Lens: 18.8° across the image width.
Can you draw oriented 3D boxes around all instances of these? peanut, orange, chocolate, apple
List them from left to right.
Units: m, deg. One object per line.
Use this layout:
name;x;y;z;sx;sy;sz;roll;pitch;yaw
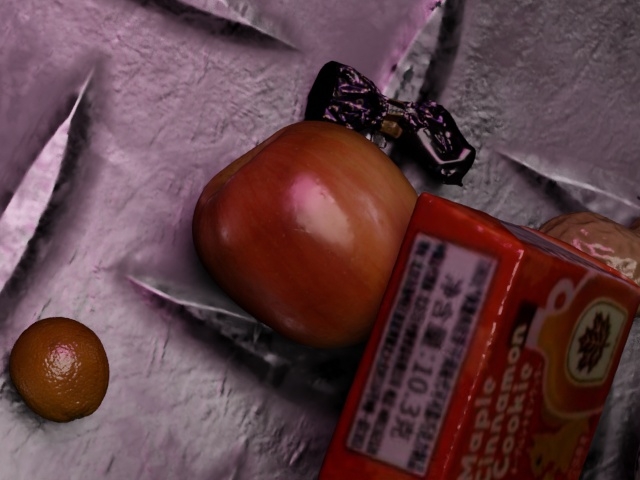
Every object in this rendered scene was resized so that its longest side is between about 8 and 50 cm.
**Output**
orange;-0.202;0.101;1.501;0.085;0.085;0.085;3;80;-16
apple;0.000;0.000;1.527;0.199;0.199;0.199;3;80;-16
chocolate;0.060;-0.097;1.632;0.147;0.070;0.072;27;63;-22
chocolate;0.133;0.105;1.502;0.235;0.108;0.237;19;93;-52
peanut;0.287;0.018;1.661;0.228;0.085;0.104;-3;55;-17

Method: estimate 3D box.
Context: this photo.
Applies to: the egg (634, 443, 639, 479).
egg;0.327;0.182;1.623;0.131;0.131;0.164;11;64;-15
